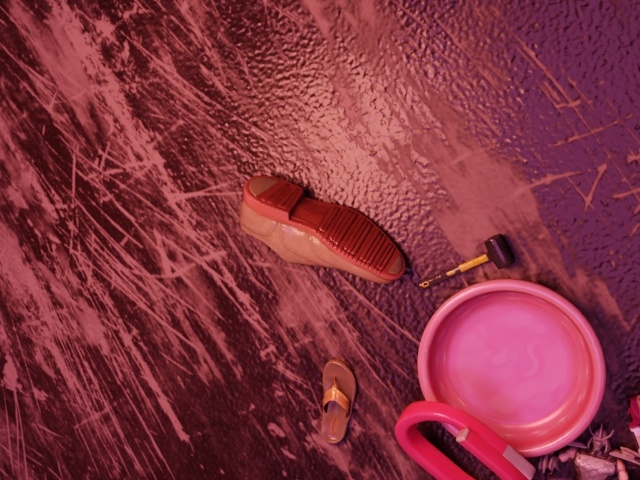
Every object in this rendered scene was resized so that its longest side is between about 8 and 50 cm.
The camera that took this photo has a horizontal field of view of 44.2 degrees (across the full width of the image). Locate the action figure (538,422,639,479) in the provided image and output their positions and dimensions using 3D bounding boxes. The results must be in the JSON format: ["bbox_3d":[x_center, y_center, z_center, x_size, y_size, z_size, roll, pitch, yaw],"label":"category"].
[{"bbox_3d":[0.487,0.469,1.435,0.185,0.099,0.284,13,97,28],"label":"action figure"}]

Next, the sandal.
[{"bbox_3d":[0.030,0.330,1.589,0.072,0.049,0.180,10,100,17],"label":"sandal"}]

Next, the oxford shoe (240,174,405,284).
[{"bbox_3d":[0.000,0.000,1.540,0.348,0.123,0.130,30,132,11],"label":"oxford shoe"}]

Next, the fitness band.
[{"bbox_3d":[0.267,0.405,1.447,0.291,0.054,0.209,42,146,-6],"label":"fitness band"}]

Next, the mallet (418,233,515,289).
[{"bbox_3d":[0.266,0.041,1.482,0.190,0.039,0.062,-18,93,23],"label":"mallet"}]

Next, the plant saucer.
[{"bbox_3d":[0.349,0.230,1.453,0.332,0.084,0.332,2,97,18],"label":"plant saucer"}]

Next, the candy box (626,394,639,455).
[{"bbox_3d":[0.600,0.394,1.353,0.071,0.159,0.233,-19,92,21],"label":"candy box"}]
